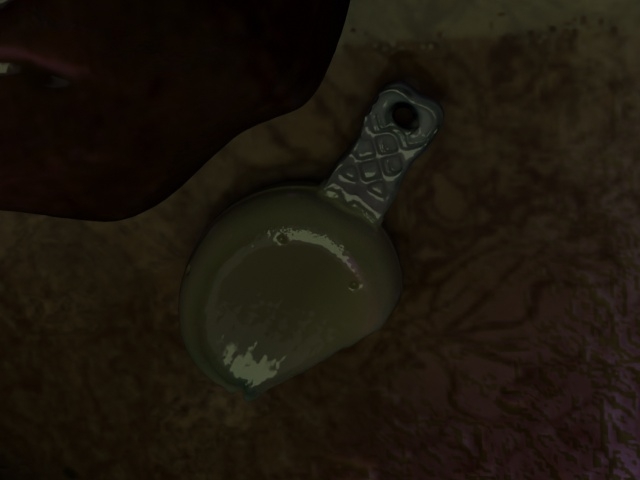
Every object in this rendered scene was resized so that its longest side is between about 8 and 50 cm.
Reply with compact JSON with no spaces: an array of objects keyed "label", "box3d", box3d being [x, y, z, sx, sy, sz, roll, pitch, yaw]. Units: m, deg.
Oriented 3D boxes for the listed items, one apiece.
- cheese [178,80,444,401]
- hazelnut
[{"label":"cheese","box3d":[0.005,0.005,0.764,0.171,0.047,0.092,-37,105,19]},{"label":"hazelnut","box3d":[-0.106,-0.115,0.660,0.234,0.218,0.218,-9,113,-10]}]
